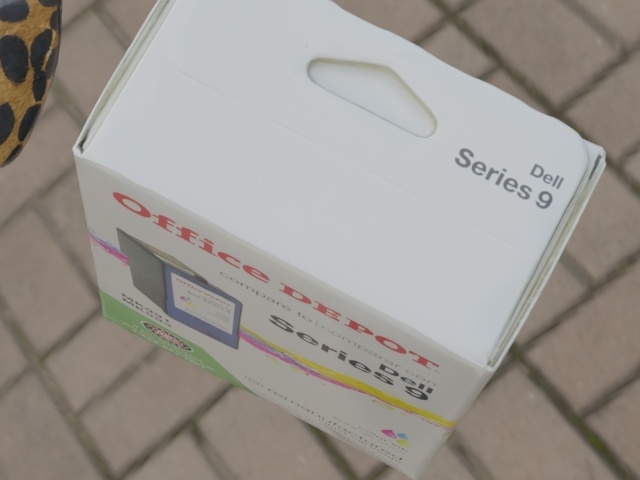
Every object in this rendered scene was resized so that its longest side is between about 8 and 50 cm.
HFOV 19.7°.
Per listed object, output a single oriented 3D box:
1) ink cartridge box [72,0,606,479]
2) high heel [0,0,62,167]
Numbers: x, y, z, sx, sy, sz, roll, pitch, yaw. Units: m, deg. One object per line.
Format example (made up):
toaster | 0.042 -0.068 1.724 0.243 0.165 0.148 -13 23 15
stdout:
ink cartridge box | 0.000 0.000 0.679 0.154 0.212 0.093 27 72 4
high heel | -0.220 -0.085 0.630 0.186 0.261 0.093 -47 37 0
